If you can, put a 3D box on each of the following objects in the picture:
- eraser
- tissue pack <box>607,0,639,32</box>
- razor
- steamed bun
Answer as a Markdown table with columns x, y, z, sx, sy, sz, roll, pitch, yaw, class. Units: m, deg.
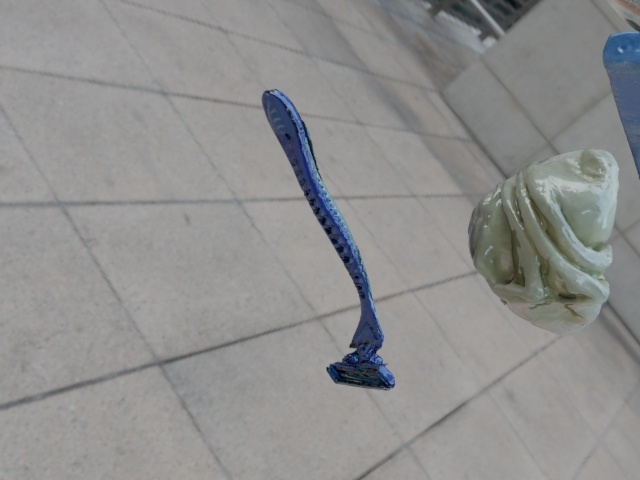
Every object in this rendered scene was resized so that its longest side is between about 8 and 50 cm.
| x | y | z | sx | sy | sz | roll | pitch | yaw | class |
| --- | --- | --- | --- | --- | --- | --- | --- | --- | --- |
| 0.387 | -0.123 | 0.866 | 0.144 | 0.043 | 0.312 | 11 | -12 | 30 | eraser |
| 0.285 | -0.185 | 0.670 | 0.074 | 0.059 | 0.094 | 25 | 21 | -42 | tissue pack |
| 0.010 | -0.003 | 0.874 | 0.056 | 0.093 | 0.324 | -22 | 98 | -34 | razor |
| 0.329 | -0.008 | 1.282 | 0.280 | 0.207 | 0.268 | 73 | 24 | -68 | steamed bun |
